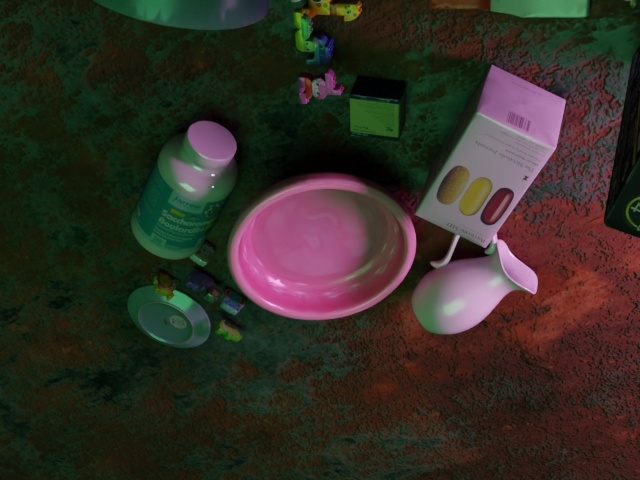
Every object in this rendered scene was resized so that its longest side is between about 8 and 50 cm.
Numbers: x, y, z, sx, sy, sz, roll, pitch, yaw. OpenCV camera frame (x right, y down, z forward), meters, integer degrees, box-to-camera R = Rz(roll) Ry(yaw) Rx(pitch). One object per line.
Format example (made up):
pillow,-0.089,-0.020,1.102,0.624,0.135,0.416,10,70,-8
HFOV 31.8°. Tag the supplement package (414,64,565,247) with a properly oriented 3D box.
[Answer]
supplement package,0.269,-0.131,1.801,0.139,0.134,0.244,25,135,-2

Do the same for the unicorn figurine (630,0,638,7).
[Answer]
unicorn figurine,0.411,-0.377,1.581,0.111,0.060,0.162,37,120,-1

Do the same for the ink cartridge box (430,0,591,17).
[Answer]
ink cartridge box,0.261,-0.407,1.560,0.232,0.066,0.189,3,110,15

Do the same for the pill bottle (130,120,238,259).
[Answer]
pill bottle,-0.238,-0.094,2.018,0.146,0.146,0.264,28,135,-5

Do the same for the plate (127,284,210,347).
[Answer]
plate,-0.324,0.168,2.381,0.188,0.024,0.188,11,133,12

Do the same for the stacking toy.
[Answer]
stacking toy,-0.209,0.103,2.263,0.221,0.052,0.167,35,135,-16

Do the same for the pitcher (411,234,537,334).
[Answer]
pitcher,0.255,0.064,2.013,0.207,0.125,0.177,-31,95,27

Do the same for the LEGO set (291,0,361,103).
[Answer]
LEGO set,0.014,-0.332,1.751,0.093,0.087,0.227,4,126,13

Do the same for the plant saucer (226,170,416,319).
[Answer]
plant saucer,0.000,0.000,1.992,0.332,0.084,0.332,-3,132,-3

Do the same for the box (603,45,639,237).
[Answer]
box,0.482,-0.234,1.443,0.097,0.395,0.318,20,134,5

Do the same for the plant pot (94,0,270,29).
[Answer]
plant pot,-0.194,-0.464,1.576,0.293,0.293,0.235,17,121,5

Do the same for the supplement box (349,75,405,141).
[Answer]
supplement box,0.094,-0.216,1.843,0.083,0.056,0.083,9,133,13
